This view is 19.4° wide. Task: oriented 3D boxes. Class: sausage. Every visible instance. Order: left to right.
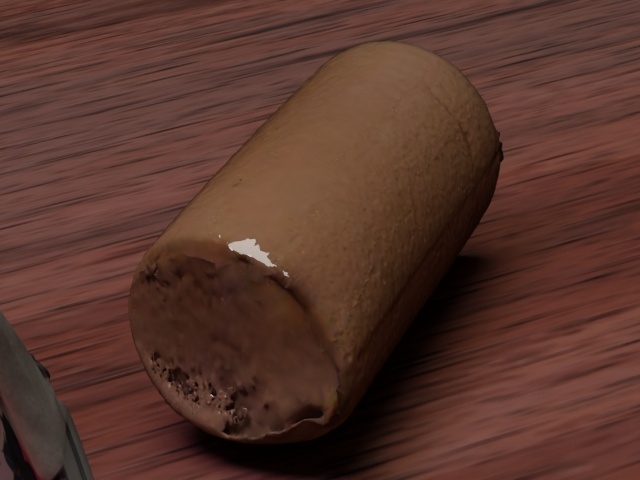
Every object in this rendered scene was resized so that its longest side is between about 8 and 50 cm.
[{"bbox_3d":[0.000,0.000,0.915,0.123,0.123,0.253,3,25,21],"label":"sausage"}]

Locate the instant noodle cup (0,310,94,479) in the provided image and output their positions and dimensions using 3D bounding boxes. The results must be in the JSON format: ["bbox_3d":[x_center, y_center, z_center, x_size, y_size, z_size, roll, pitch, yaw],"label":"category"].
[{"bbox_3d":[-0.194,0.124,0.592,0.181,0.258,0.302,-19,-8,9],"label":"instant noodle cup"}]
